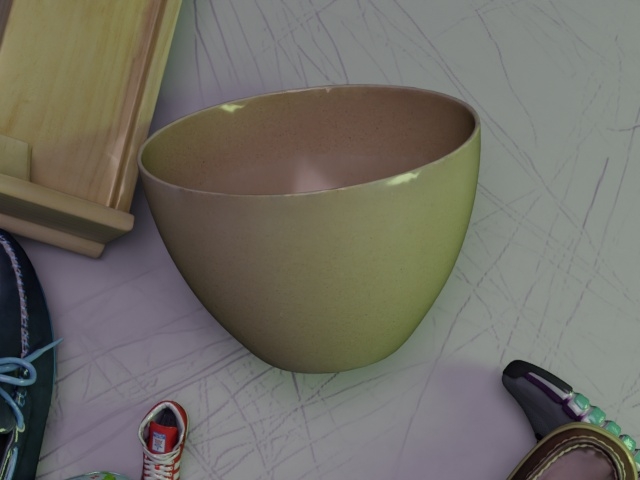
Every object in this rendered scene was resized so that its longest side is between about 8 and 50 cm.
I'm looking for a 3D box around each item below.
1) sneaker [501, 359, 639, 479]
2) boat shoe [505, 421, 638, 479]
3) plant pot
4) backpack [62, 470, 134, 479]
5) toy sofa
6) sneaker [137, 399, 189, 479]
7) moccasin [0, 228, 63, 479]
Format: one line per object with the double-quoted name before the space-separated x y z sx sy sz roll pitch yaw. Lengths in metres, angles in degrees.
"sneaker" 0.226 0.201 1.438 0.224 0.083 0.098 41 85 10
"boat shoe" 0.153 0.306 1.358 0.123 0.123 0.342 32 90 8
"plant pot" 0.000 0.000 1.418 0.284 0.284 0.190 -7 111 -1
"backpack" -0.187 0.241 1.409 0.114 0.105 0.084 29 116 43
"toy sofa" -0.220 -0.177 1.523 0.150 0.177 0.362 17 75 -20
"sneaker" -0.137 0.194 1.450 0.042 0.067 0.118 4 76 2
"moccasin" -0.287 0.152 1.420 0.138 0.117 0.342 -4 82 4
